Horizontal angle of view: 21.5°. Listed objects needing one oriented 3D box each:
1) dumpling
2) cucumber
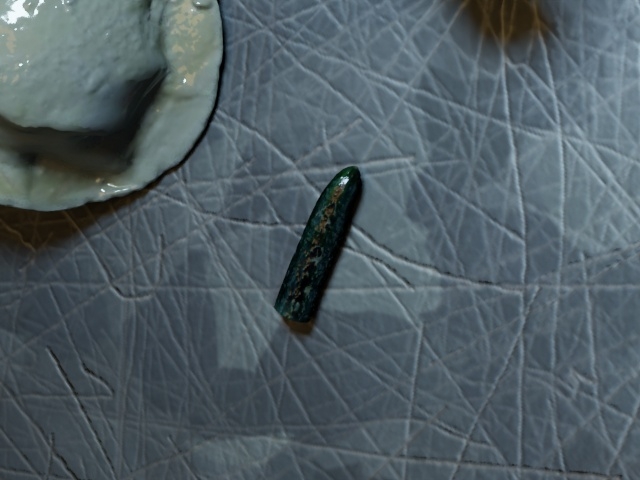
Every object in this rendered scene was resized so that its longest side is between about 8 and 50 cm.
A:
[{"bbox_3d":[-0.191,-0.143,1.354,0.227,0.175,0.243,37,130,-10],"label":"dumpling"},{"bbox_3d":[0.000,0.000,1.322,0.032,0.032,0.133,29,108,23],"label":"cucumber"}]
